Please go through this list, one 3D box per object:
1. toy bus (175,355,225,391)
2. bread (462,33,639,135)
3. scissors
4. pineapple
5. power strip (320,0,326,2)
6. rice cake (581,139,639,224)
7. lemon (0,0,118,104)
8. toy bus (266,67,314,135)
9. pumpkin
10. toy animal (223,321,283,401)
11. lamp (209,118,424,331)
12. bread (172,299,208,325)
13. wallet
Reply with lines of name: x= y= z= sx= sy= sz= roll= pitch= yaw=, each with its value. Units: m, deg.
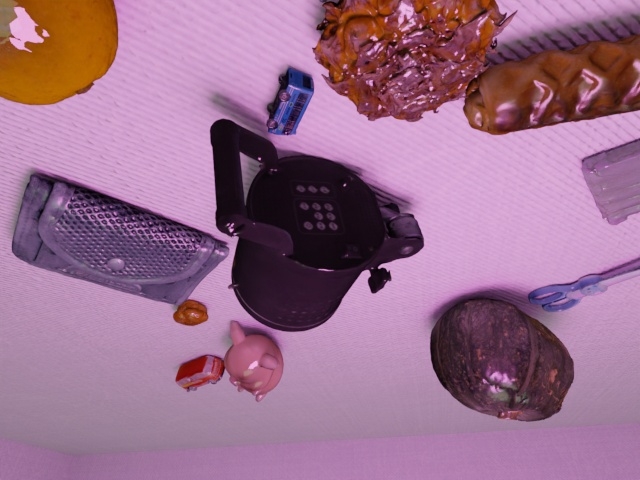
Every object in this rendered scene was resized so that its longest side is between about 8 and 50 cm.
toy bus: x=-0.382 y=0.417 z=1.311 sx=0.174 sy=0.079 sz=0.077 roll=-27 pitch=127 yaw=31
bread: x=0.308 y=-0.185 z=0.493 sx=0.269 sy=0.098 sz=0.087 roll=-8 pitch=101 yaw=11
scissors: x=0.607 y=0.102 z=0.932 sx=0.125 sy=0.030 sz=0.256 roll=22 pitch=141 yaw=-27
pineapple: x=0.095 y=-0.195 z=0.443 sx=0.224 sy=0.076 sz=0.225 roll=-6 pitch=163 yaw=-2
power strip: x=0.081 y=-0.317 z=0.337 sx=0.253 sy=0.054 sz=0.168 roll=-14 pitch=143 yaw=19
rice cake: x=0.534 y=-0.104 z=0.645 sx=0.198 sy=0.037 sz=0.189 roll=-26 pitch=137 yaw=31
lemon: x=-0.276 y=-0.223 z=0.368 sx=0.169 sy=0.170 sz=0.207 roll=-7 pitch=137 yaw=9
toy bus: x=-0.041 y=-0.176 z=0.538 sx=0.045 sy=0.038 sz=0.083 roll=11 pitch=143 yaw=-21
pumpkin: x=0.432 y=0.288 z=0.984 sx=0.327 sy=0.258 sz=0.291 roll=20 pitch=152 yaw=-18
toy animal: x=-0.178 y=0.341 z=1.143 sx=0.166 sy=0.154 sz=0.250 roll=19 pitch=151 yaw=11
lamp: x=-0.041 y=0.016 z=0.654 sx=0.373 sy=0.205 sz=0.272 roll=13 pitch=139 yaw=-35
bread: x=-0.316 y=0.180 z=1.012 sx=0.083 sy=0.046 sz=0.081 roll=-3 pitch=146 yaw=2
wallet: x=-0.377 y=0.024 z=0.780 sx=0.341 sy=0.075 sz=0.237 roll=24 pitch=134 yaw=-30
